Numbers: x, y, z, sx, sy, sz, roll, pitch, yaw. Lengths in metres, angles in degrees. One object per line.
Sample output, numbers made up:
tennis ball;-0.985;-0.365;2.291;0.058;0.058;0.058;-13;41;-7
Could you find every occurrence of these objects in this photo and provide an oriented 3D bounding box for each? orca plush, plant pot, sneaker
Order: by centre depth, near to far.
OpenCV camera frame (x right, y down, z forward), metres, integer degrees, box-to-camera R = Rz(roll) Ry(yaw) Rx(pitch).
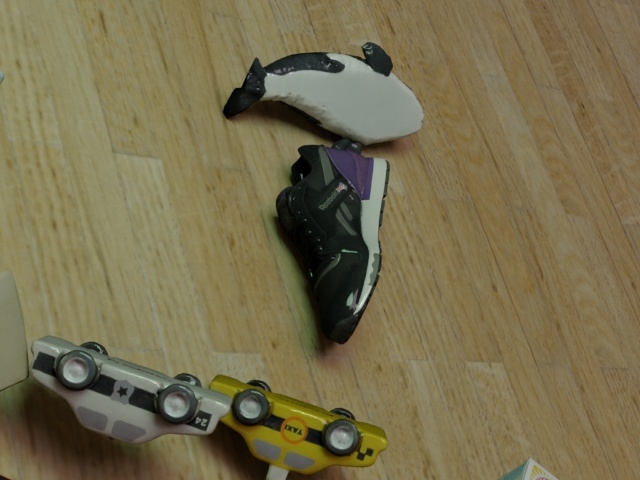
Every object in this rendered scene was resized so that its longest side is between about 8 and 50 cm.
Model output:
plant pot;-0.322;0.100;1.235;0.109;0.109;0.096;-26;90;-49
sneaker;0.000;0.000;1.618;0.124;0.107;0.283;18;42;-10
orca plush;-0.005;-0.181;1.781;0.287;0.102;0.151;-10;110;-34

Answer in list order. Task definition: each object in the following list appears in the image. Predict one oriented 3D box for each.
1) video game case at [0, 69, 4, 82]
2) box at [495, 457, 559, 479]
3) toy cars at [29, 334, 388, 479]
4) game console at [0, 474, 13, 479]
video game case;-0.509;-0.173;1.343;0.329;0.036;0.300;36;41;-11
box;0.257;0.352;1.521;0.203;0.114;0.103;38;40;-8
toy cars;-0.106;0.177;1.335;0.394;0.176;0.087;19;90;-41
game console;-0.202;0.379;1.068;0.387;0.060;0.342;32;54;-29
